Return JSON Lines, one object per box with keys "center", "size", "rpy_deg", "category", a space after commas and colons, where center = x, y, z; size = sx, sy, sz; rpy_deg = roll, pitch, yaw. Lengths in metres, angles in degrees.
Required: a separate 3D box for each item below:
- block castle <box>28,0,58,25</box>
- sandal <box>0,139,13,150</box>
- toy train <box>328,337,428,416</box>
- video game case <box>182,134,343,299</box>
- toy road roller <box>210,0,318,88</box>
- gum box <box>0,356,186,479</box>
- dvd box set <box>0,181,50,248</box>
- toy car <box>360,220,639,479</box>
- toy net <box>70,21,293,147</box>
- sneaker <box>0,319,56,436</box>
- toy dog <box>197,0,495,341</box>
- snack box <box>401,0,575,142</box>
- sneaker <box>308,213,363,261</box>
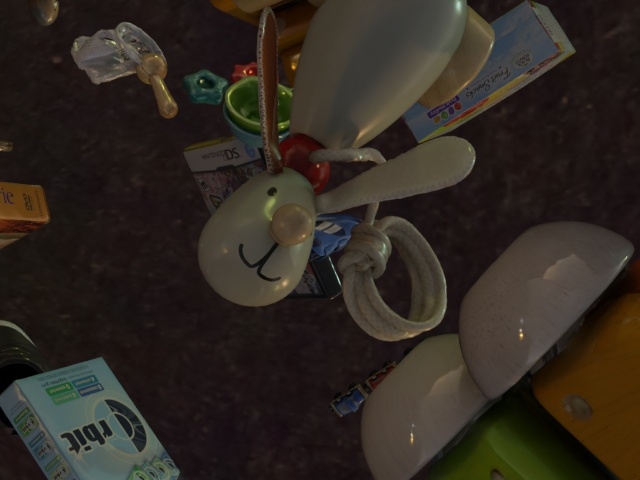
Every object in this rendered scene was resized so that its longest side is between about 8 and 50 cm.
{"center": [-0.439, -0.271, 1.077], "size": [0.453, 0.303, 0.212], "rpy_deg": [-35, 117, -73], "category": "block castle"}
{"center": [-0.485, -0.106, 1.571], "size": [0.180, 0.072, 0.049], "rpy_deg": [-15, 112, -41], "category": "sandal"}
{"center": [0.078, 0.173, 1.511], "size": [0.158, 0.036, 0.027], "rpy_deg": [-34, 114, 10], "category": "toy train"}
{"center": [-0.094, -0.035, 1.890], "size": [0.035, 0.248, 0.274], "rpy_deg": [-30, 104, -30], "category": "video game case"}
{"center": [-0.001, -0.317, 1.763], "size": [0.329, 0.203, 0.240], "rpy_deg": [14, 62, -61], "category": "toy road roller"}
{"center": [-0.255, 0.228, 1.373], "size": [0.184, 0.041, 0.157], "rpy_deg": [52, 24, 13], "category": "gum box"}
{"center": [-0.600, -0.004, 1.550], "size": [0.420, 0.308, 0.062], "rpy_deg": [5, 64, -59], "category": "dvd box set"}
{"center": [0.119, 0.071, 0.477], "size": [0.159, 0.182, 0.136], "rpy_deg": [43, 43, 7], "category": "toy car"}
{"center": [-0.115, -0.157, 1.110], "size": [0.232, 0.045, 0.122], "rpy_deg": [25, 45, 10], "category": "toy net"}
{"center": [-0.338, 0.239, 1.552], "size": [0.104, 0.147, 0.295], "rpy_deg": [-39, 108, -2], "category": "sneaker"}
{"center": [0.040, -0.110, 0.845], "size": [0.220, 0.161, 0.333], "rpy_deg": [18, 63, -26], "category": "toy dog"}
{"center": [0.181, -0.184, 1.325], "size": [0.070, 0.174, 0.207], "rpy_deg": [58, 19, 0], "category": "snack box"}
{"center": [0.000, 0.000, 1.476], "size": [0.144, 0.053, 0.059], "rpy_deg": [3, 66, -27], "category": "sneaker"}
